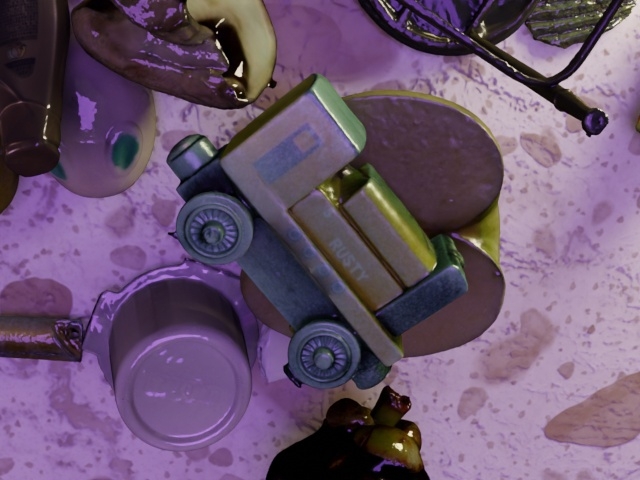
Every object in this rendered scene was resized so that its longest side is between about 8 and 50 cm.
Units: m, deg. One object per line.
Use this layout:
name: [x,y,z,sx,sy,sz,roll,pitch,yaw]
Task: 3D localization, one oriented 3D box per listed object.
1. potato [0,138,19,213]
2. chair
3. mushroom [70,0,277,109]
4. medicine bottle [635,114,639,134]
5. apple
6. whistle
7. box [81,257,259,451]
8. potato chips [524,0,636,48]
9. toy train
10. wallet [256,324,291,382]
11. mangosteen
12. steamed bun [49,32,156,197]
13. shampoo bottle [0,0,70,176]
potato: [-0.468,-0.141,1.055,0.160,0.111,0.272,-8,110,-41]
chair: [0.203,-0.386,0.949,0.361,0.410,0.365,30,98,-11]
mushroom: [-0.180,-0.258,1.018,0.211,0.292,0.218,-28,114,11]
medicine bottle: [0.563,-0.252,1.168,0.124,0.124,0.239,17,99,-9]
apple: [0.067,-0.022,1.082,0.360,0.312,0.320,-2,69,8]
whistle: [-0.516,0.138,1.174,0.326,0.057,0.068,5,102,-7]
box: [-0.196,0.199,1.134,0.262,0.206,0.291,-21,106,-7]
potato chips: [0.404,-0.345,1.177,0.207,0.028,0.092,-18,105,0]
toy train: [0.000,0.000,0.973,0.253,0.160,0.397,-36,105,13]
wallet: [-0.014,0.155,1.200,0.189,0.033,0.095,-5,103,-36]
mangosteen: [0.058,0.365,1.178,0.287,0.287,0.233,-43,80,4]
steamed bun: [-0.317,-0.170,1.089,0.177,0.131,0.228,-5,101,-6]
shampoo bottle: [-0.375,-0.250,0.997,0.125,0.084,0.350,-17,69,9]
